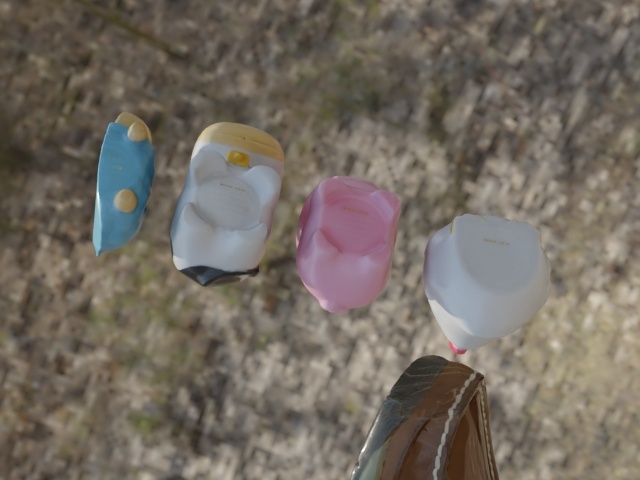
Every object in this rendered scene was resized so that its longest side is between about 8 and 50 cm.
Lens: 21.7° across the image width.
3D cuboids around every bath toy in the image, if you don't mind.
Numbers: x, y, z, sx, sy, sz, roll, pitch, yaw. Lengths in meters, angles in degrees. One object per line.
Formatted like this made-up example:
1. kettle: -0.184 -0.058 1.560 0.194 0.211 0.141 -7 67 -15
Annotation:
1. bath toy: 0.000 0.000 1.266 0.129 0.348 0.151 107 178 -54

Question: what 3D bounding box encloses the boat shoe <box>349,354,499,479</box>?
1. boat shoe: 0.083 0.210 0.926 0.122 0.119 0.324 -51 -33 -48
